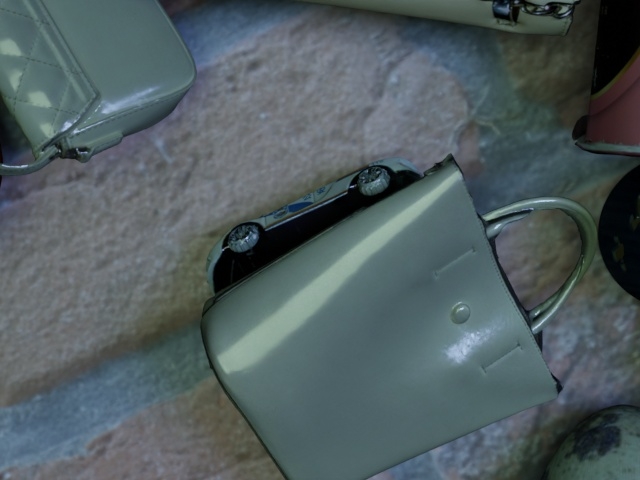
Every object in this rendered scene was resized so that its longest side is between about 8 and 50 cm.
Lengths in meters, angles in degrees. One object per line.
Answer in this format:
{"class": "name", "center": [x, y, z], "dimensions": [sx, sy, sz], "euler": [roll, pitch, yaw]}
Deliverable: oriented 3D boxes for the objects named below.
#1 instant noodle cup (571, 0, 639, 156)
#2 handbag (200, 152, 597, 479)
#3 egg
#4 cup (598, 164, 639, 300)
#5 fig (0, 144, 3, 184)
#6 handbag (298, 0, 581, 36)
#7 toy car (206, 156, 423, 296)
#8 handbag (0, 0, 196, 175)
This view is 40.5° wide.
{"class": "instant noodle cup", "center": [0.292, -0.191, 0.586], "dimensions": [0.243, 0.244, 0.255], "euler": [-4, 101, 8]}
{"class": "handbag", "center": [0.081, 0.070, 0.685], "dimensions": [0.315, 0.109, 0.241], "euler": [-25, 116, 8]}
{"class": "egg", "center": [0.237, 0.221, 0.679], "dimensions": [0.141, 0.141, 0.182], "euler": [2, 75, 7]}
{"class": "cup", "center": [0.288, 0.018, 0.651], "dimensions": [0.131, 0.155, 0.177], "euler": [1, 92, 8]}
{"class": "fig", "center": [-0.364, -0.113, 0.723], "dimensions": [0.203, 0.186, 0.250], "euler": [-1, 78, 34]}
{"class": "handbag", "center": [0.030, -0.291, 0.660], "dimensions": [0.358, 0.160, 0.237], "euler": [9, 79, 7]}
{"class": "toy car", "center": [0.000, 0.000, 0.728], "dimensions": [0.204, 0.056, 0.095], "euler": [-23, 125, 10]}
{"class": "handbag", "center": [-0.243, -0.176, 0.697], "dimensions": [0.219, 0.079, 0.256], "euler": [-29, 88, -31]}
